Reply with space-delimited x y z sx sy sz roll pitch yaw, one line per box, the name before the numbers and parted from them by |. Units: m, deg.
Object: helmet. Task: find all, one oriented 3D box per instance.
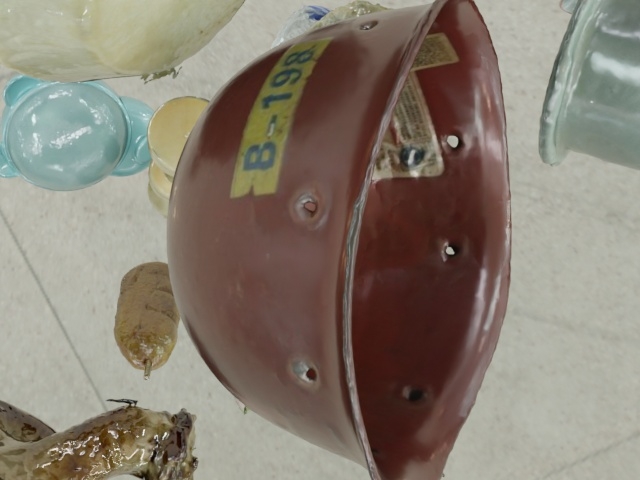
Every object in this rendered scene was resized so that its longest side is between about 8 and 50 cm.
helmet | 0.000 0.000 0.749 0.230 0.385 0.337 6 153 24

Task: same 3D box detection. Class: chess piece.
chess piece | -0.217 -0.106 1.546 0.117 0.397 0.117 2 77 -10

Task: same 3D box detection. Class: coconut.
coconut | -0.187 -0.285 0.740 0.323 0.323 0.323 -4 110 -12

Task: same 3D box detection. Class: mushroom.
mushroom | -0.384 0.323 1.307 0.356 0.331 0.334 -39 109 22

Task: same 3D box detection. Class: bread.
bread | -0.320 0.154 1.833 0.124 0.344 0.084 0 122 -6

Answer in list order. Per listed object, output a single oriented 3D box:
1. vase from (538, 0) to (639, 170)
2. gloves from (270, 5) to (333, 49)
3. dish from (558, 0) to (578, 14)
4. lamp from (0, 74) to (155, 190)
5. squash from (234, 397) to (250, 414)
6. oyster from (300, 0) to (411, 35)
vase | 0.405 -0.156 1.015 0.291 0.245 0.245 19 108 21
gloves | -0.002 -0.228 1.192 0.097 0.229 0.119 -28 107 -3
dish | 0.537 -0.478 1.742 0.154 0.234 0.064 21 66 0
lamp | -0.399 -0.178 1.639 0.284 0.147 0.209 -6 131 -46
squash | -0.108 0.277 1.947 0.132 0.105 0.105 -16 112 -18
oyster | 0.084 -0.199 1.042 0.209 0.072 0.133 31 86 1
